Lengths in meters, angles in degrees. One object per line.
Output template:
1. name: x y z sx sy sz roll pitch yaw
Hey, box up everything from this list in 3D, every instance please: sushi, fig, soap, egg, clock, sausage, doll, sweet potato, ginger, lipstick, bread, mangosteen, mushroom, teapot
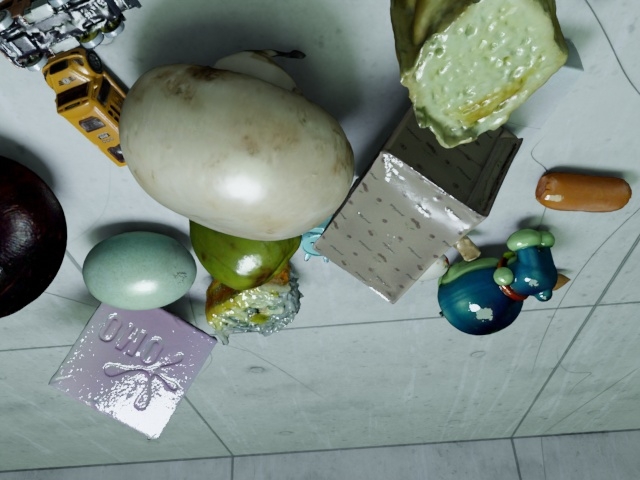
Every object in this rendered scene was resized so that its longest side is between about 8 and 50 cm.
1. sushi: -0.169 0.140 1.420 0.274 0.140 0.184 -29 137 34
2. fig: -0.161 -0.010 1.180 0.225 0.203 0.203 36 144 9
3. soap: -0.448 0.289 1.432 0.296 0.286 0.107 31 172 -12
4. egg: -0.385 0.065 1.265 0.236 0.169 0.169 -5 146 -9
5. clock: 0.000 -0.001 1.309 0.107 0.045 0.147 3 146 -6
6. sausage: 0.530 -0.095 1.185 0.197 0.076 0.076 2 146 -10
7. doll: 0.401 0.109 1.365 0.198 0.186 0.322 1 152 -42
8. sweet potato: 0.531 0.110 1.502 0.205 0.060 0.068 3 113 10
9. ginger: 0.240 -0.034 1.254 0.288 0.075 0.089 32 111 -34
10. lipstick: 0.310 -0.184 1.034 0.079 0.076 0.372 8 144 -12
11. bread: 0.177 -0.286 0.721 0.195 0.252 0.238 13 140 -24
12. mangosteen: -0.624 -0.008 1.065 0.306 0.307 0.347 15 171 -24
13. mushroom: -0.117 -0.160 0.908 0.361 0.295 0.362 16 172 2
14. teapot: 0.217 0.041 1.320 0.145 0.092 0.226 25 -177 27

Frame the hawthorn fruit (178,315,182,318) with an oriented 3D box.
1. hawthorn fruit: -0.445 0.308 1.574 0.196 0.226 0.197 3 157 1

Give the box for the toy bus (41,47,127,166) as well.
1. toy bus: -0.351 -0.207 0.940 0.083 0.088 0.194 -15 144 19

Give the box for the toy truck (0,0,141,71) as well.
1. toy truck: -0.345 -0.308 0.795 0.191 0.092 0.083 -19 144 8

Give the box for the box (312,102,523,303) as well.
1. box: 0.154 -0.075 0.999 0.190 0.225 0.297 34 142 0
